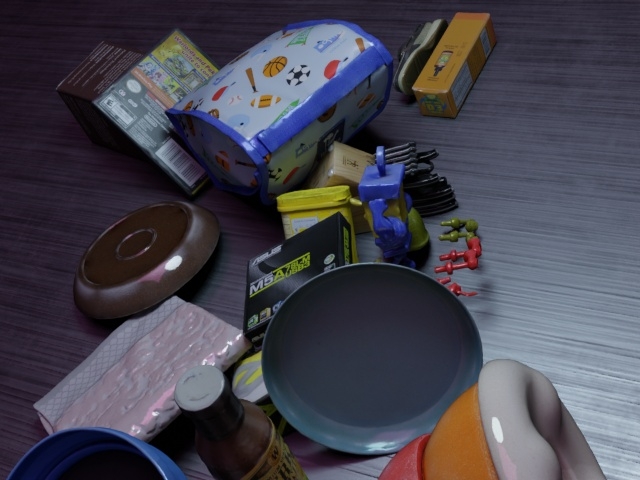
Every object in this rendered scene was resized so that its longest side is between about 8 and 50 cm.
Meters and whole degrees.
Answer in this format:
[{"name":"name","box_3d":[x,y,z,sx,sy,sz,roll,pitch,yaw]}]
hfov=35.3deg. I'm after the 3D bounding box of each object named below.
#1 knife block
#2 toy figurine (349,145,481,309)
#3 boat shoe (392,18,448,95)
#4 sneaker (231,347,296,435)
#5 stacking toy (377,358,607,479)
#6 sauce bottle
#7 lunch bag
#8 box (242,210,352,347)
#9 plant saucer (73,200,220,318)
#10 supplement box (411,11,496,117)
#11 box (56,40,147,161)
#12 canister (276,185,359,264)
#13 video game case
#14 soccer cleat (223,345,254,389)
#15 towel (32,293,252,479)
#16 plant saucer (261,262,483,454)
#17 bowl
[{"name":"knife block","box_3d":[0.099,-0.070,1.816,0.275,0.242,0.088,-52,25,41]},{"name":"toy figurine","box_3d":[0.139,-0.057,1.584,0.191,0.217,0.362,-10,19,15]},{"name":"boat shoe","box_3d":[0.193,-0.370,2.041,0.073,0.080,0.223,5,47,34]},{"name":"sneaker","box_3d":[0.026,0.157,1.586,0.385,0.145,0.147,-26,45,-2]},{"name":"stacking toy","box_3d":[0.121,0.390,1.266,0.480,0.350,0.350,-29,43,19]},{"name":"sauce bottle","box_3d":[-0.104,0.292,1.377,0.111,0.344,0.111,-11,49,13]},{"name":"lunch bag","box_3d":[-0.065,-0.241,1.862,0.328,0.239,0.385,-41,18,-15]},{"name":"box","box_3d":[-0.036,0.061,1.609,0.191,0.045,0.184,-28,36,21]},{"name":"plant saucer","box_3d":[-0.337,0.021,1.890,0.311,0.050,0.310,-18,35,14]},{"name":"supplement box","box_3d":[0.267,-0.348,1.985,0.078,0.080,0.233,11,54,32]},{"name":"box","box_3d":[-0.421,-0.303,2.176,0.203,0.168,0.167,21,61,36]},{"name":"canister","box_3d":[0.000,0.000,1.717,0.126,0.170,0.073,-6,12,17]},{"name":"video game case","box_3d":[-0.281,-0.262,2.050,0.275,0.035,0.248,43,70,-2]},{"name":"soccer cleat","box_3d":[-0.160,0.222,1.655,0.060,0.072,0.179,6,53,27]},{"name":"towel","box_3d":[-0.306,0.228,1.666,0.332,0.053,0.317,-43,30,-16]},{"name":"plant saucer","box_3d":[0.074,0.168,1.457,0.318,0.317,0.043,-17,22,9]},{"name":"bowl","box_3d":[-0.313,0.456,1.395,0.391,0.077,0.391,-8,74,30]}]
